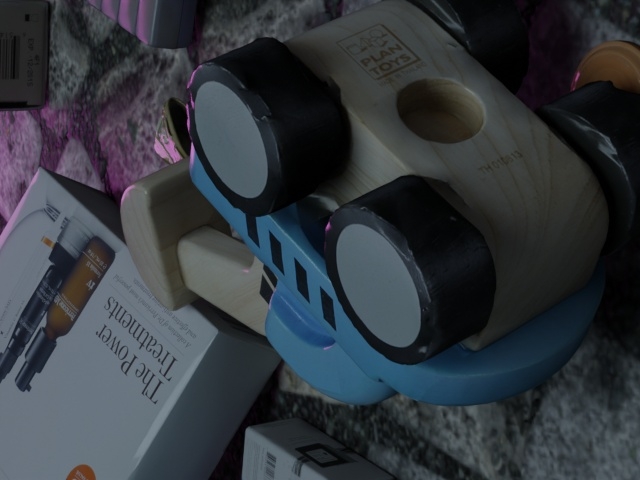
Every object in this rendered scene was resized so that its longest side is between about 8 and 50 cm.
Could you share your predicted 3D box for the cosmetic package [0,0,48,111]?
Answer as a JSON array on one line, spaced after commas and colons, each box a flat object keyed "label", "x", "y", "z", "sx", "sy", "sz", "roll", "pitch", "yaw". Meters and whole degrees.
[{"label": "cosmetic package", "x": -0.450, "y": -0.234, "z": 1.823, "sx": 0.296, "sy": 0.153, "sz": 0.129, "roll": 21, "pitch": 111, "yaw": 53}]

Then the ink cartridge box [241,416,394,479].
[{"label": "ink cartridge box", "x": 0.004, "y": 0.233, "z": 1.320, "sx": 0.180, "sy": 0.060, "sz": 0.104, "roll": 25, "pitch": 115, "yaw": 51}]

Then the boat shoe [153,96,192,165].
[{"label": "boat shoe", "x": -0.111, "y": -0.083, "z": 1.446, "sx": 0.153, "sy": 0.056, "sz": 0.048, "roll": 47, "pitch": 136, "yaw": 50}]

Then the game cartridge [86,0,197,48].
[{"label": "game cartridge", "x": -0.163, "y": -0.383, "z": 1.473, "sx": 0.230, "sy": 0.068, "sz": 0.355, "roll": 34, "pitch": 122, "yaw": 43}]

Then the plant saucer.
[{"label": "plant saucer", "x": 0.196, "y": -0.092, "z": 1.038, "sx": 0.083, "sy": 0.013, "sz": 0.083, "roll": 12, "pitch": 105, "yaw": 53}]

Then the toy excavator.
[{"label": "toy excavator", "x": 0.000, "y": 0.000, "z": 1.157, "sx": 0.433, "sy": 0.222, "sz": 0.445, "roll": 46, "pitch": 146, "yaw": 26}]

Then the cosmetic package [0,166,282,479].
[{"label": "cosmetic package", "x": -0.234, "y": 0.131, "z": 1.523, "sx": 0.377, "sy": 0.097, "sz": 0.284, "roll": 37, "pitch": 100, "yaw": 46}]
